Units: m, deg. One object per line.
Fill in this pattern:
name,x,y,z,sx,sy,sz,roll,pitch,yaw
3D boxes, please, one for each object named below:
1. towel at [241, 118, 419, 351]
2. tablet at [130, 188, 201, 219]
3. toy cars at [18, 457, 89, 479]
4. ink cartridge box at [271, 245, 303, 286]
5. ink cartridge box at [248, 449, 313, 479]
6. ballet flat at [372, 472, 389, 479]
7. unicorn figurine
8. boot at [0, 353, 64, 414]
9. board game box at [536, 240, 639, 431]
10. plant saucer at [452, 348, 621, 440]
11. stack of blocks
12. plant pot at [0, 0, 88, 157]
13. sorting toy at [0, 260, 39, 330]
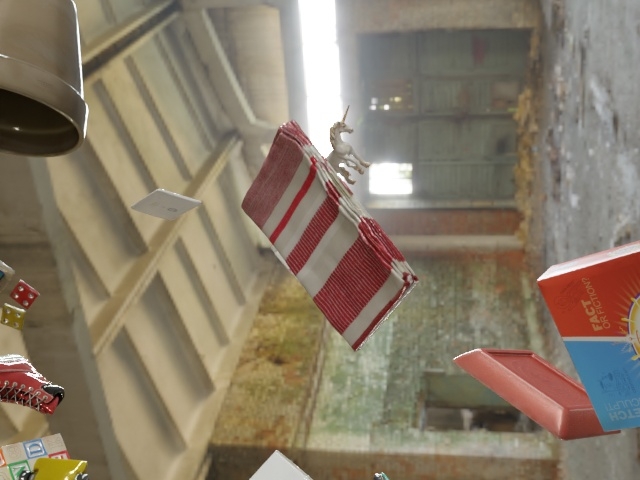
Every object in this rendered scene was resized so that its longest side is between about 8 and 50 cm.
towel,0.000,0.000,1.314,0.037,0.329,0.237,-26,-20,-35
tablet,-0.175,-0.039,0.927,0.083,0.054,0.006,-19,59,54
toy cars,-0.338,0.451,1.148,0.176,0.393,0.087,-17,-57,-38
ink cartridge box,-0.041,0.043,1.958,0.143,0.092,0.090,50,176,0
ink cartridge box,-0.049,0.653,1.843,0.198,0.197,0.270,-45,-51,-15
ballet flat,0.097,0.409,1.134,0.074,0.074,0.203,-76,-32,-53
unicorn figurine,0.049,-0.175,1.653,0.060,0.111,0.162,-50,2,-39
boot,-0.658,0.320,1.733,0.088,0.176,0.244,-63,-19,10
board game box,0.476,0.109,1.070,0.064,0.316,0.242,-28,-86,-49
plant saucer,0.417,0.276,1.545,0.259,0.258,0.048,11,-72,-48
stack of blocks,-0.565,0.553,1.647,0.297,0.171,0.087,56,131,28
plant pot,-0.597,-0.354,1.598,0.323,0.323,0.280,63,-148,-70
sorting toy,-0.692,0.078,1.626,0.274,0.132,0.046,41,-156,-10
